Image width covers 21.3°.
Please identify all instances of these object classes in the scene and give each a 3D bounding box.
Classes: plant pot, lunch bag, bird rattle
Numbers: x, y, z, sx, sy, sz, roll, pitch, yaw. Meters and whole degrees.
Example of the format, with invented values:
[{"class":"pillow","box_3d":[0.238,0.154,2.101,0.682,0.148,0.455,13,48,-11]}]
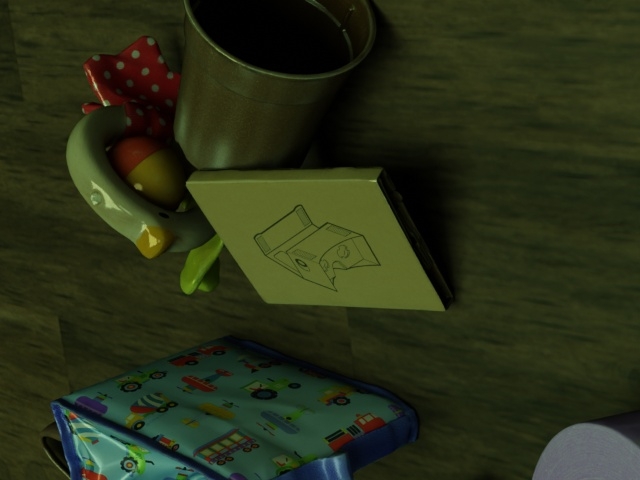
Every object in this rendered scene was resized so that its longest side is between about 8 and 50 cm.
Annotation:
[{"class":"plant pot","box_3d":[-0.054,-0.144,1.483,0.167,0.167,0.165,50,143,23]},{"class":"lunch bag","box_3d":[-0.069,0.187,1.573,0.293,0.221,0.138,1,106,49]},{"class":"bird rattle","box_3d":[-0.150,-0.074,1.592,0.143,0.207,0.253,-38,85,30]}]

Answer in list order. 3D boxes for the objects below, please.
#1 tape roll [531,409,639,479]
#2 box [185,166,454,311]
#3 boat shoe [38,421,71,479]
[{"class":"tape roll","box_3d":[0.256,0.260,1.246,0.275,0.090,0.274,171,90,-69]},{"class":"box","box_3d":[0.000,0.000,1.483,0.201,0.021,0.164,0,137,35]},{"class":"boat shoe","box_3d":[-0.181,0.305,1.821,0.342,0.123,0.123,47,135,26]}]
